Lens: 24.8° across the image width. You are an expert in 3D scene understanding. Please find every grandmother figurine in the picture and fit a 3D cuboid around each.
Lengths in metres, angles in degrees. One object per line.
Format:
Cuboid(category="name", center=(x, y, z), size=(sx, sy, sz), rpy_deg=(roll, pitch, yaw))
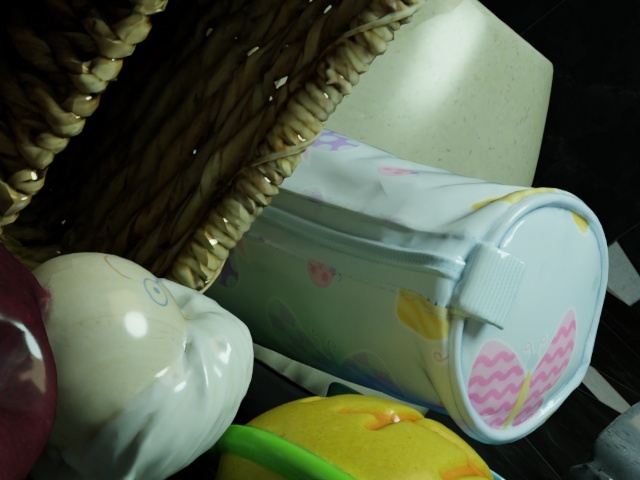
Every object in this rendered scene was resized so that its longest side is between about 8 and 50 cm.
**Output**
Cuboid(category="grandmother figurine", center=(-0.149, 0.011, 0.427), size=(0.342, 0.104, 0.208), rpy_deg=(24, 27, -46))

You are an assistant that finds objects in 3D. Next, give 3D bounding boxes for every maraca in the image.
Cuboid(category="maraca", center=(0.007, 0.109, 0.560), size=(0.127, 0.099, 0.185), rpy_deg=(47, -18, -25))

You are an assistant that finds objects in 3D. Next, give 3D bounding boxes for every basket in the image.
Cuboid(category="basket", center=(-0.112, -0.134, 0.588), size=(0.213, 0.299, 0.223), rpy_deg=(30, 14, -41))

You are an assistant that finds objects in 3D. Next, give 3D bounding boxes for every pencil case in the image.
Cuboid(category="pencil case", center=(0.000, 0.000, 0.686), size=(0.273, 0.113, 0.124), rpy_deg=(20, -23, 40))

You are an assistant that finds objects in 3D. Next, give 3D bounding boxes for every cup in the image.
Cuboid(category="cup", center=(0.015, -0.075, 0.955), size=(0.331, 0.237, 0.331), rpy_deg=(38, 11, -9))

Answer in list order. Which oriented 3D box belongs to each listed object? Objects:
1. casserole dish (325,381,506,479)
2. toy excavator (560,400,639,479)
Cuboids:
Cuboid(category="casserole dish", center=(0.044, 0.114, 0.686), size=(0.114, 0.037, 0.188), rpy_deg=(32, -8, 6))
Cuboid(category="toy excavator", center=(0.437, 0.109, 1.056), size=(0.222, 0.445, 0.433), rpy_deg=(45, 12, 25))
